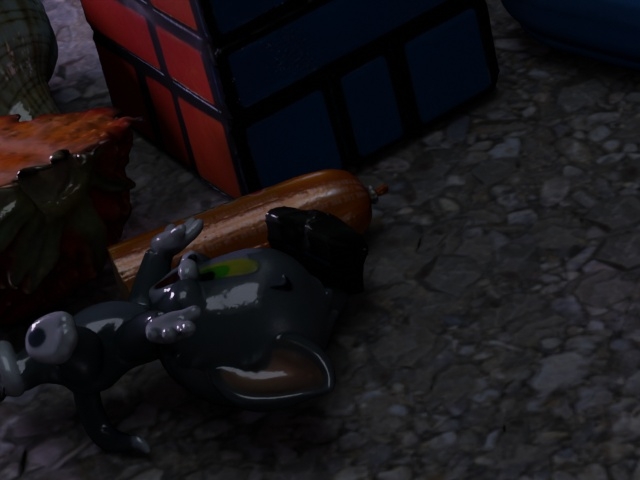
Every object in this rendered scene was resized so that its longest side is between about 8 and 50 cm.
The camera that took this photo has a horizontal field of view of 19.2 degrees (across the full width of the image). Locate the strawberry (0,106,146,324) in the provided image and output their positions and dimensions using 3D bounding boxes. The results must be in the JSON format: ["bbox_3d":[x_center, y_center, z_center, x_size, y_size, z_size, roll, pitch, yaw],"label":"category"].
[{"bbox_3d":[-0.297,-0.007,1.570,0.280,0.150,0.253,-1,22,29],"label":"strawberry"}]

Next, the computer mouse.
[{"bbox_3d":[0.000,0.000,1.460,0.079,0.135,0.047,19,77,21],"label":"computer mouse"}]

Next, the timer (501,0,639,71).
[{"bbox_3d":[0.347,-0.264,1.726,0.340,0.115,0.309,19,47,38],"label":"timer"}]

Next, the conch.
[{"bbox_3d":[-0.330,-0.153,1.768,0.203,0.169,0.386,-44,36,2],"label":"conch"}]

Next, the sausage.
[{"bbox_3d":[-0.053,-0.003,1.534,0.234,0.071,0.071,-21,35,-10],"label":"sausage"}]

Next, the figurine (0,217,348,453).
[{"bbox_3d":[-0.111,0.080,1.386,0.265,0.140,0.193,-27,12,2],"label":"figurine"}]

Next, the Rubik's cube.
[{"bbox_3d":[-0.043,-0.237,1.680,0.288,0.283,0.293,-31,39,-22],"label":"Rubik's cube"}]
